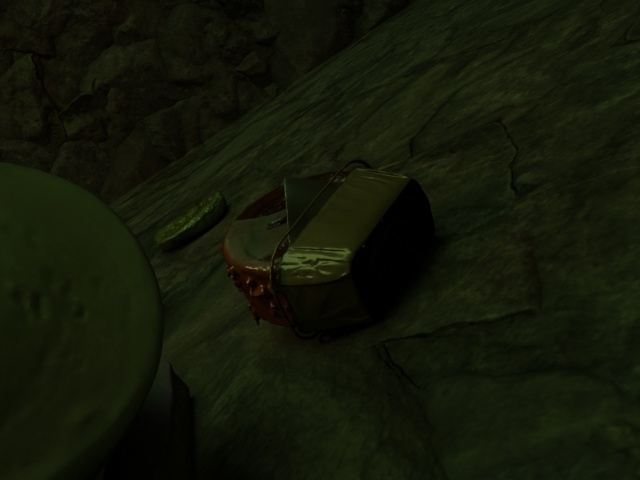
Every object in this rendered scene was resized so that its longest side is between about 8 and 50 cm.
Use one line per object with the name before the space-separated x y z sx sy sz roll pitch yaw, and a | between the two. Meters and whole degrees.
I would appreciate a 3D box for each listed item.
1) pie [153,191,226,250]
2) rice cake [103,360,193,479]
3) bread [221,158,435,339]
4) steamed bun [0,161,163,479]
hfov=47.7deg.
pie | -0.280 -0.040 1.564 0.187 0.041 0.187 -31 18 11
rice cake | -0.151 0.211 0.658 0.070 0.064 0.399 -25 17 -4
bread | 0.000 0.000 0.808 0.212 0.142 0.224 4 39 36
steamed bun | -0.357 0.150 0.531 0.456 0.289 0.371 -7 -29 -32
